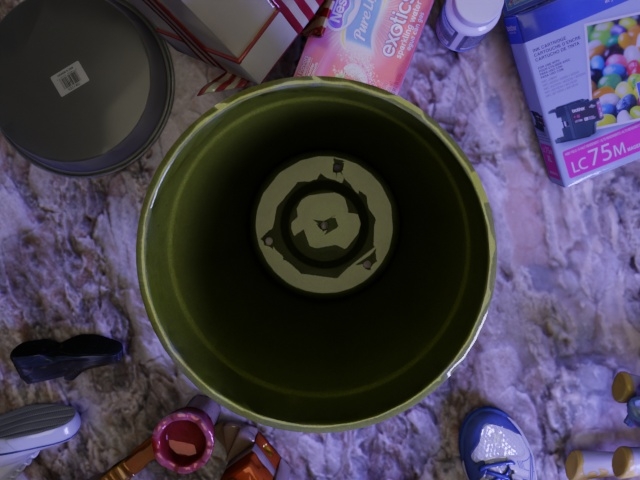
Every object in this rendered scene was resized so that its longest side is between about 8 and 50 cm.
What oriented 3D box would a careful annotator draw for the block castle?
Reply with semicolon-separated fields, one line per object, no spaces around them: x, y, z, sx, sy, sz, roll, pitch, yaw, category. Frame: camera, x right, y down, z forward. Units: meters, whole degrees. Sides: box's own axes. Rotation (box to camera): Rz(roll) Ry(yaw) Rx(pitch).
-0.152;0.478;0.943;0.303;0.213;0.453;-37;91;3;block castle

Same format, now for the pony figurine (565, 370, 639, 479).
0.579;0.283;0.913;0.363;0.303;0.351;8;125;-2;pony figurine

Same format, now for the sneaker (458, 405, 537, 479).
0.284;0.396;0.970;0.112;0.131;0.296;-15;91;4;sneaker

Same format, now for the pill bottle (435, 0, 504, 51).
0.210;-0.320;0.930;0.078;0.137;0.078;0;93;1;pill bottle

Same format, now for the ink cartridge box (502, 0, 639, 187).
0.382;-0.252;0.935;0.185;0.065;0.311;-22;104;2;ink cartridge box

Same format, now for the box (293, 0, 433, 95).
0.069;-0.296;0.928;0.142;0.154;0.300;21;94;0;box

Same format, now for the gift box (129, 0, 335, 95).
-0.142;-0.349;0.824;0.276;0.258;0.255;-51;46;0;gift box

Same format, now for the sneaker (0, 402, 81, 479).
-0.482;0.323;1.015;0.258;0.094;0.091;-15;111;6;sneaker

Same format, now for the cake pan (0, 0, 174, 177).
-0.371;-0.241;0.991;0.293;0.054;0.293;0;93;1;cake pan

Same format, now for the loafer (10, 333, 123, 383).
-0.385;0.186;1.017;0.170;0.062;0.061;-3;115;5;loafer

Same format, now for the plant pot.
0.000;0.000;0.839;0.366;0.353;0.366;0;97;2;plant pot
